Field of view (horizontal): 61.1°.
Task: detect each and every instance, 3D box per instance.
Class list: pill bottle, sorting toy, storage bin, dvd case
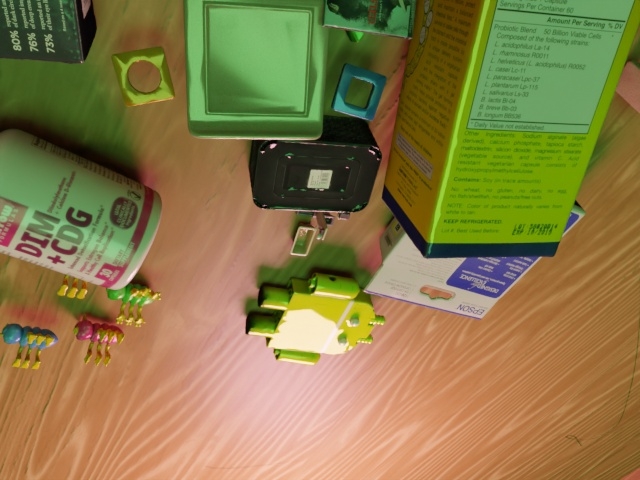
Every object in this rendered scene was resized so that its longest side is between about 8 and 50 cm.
[{"bbox_3d":[-0.379,-0.050,0.734,0.283,0.160,0.160,25,121,-30],"label":"pill bottle"},{"bbox_3d":[-0.084,-0.232,0.703,0.348,0.047,0.195,-2,111,-14],"label":"sorting toy"},{"bbox_3d":[-0.012,-0.116,0.816,0.180,0.084,0.122,2,130,-14],"label":"storage bin"},{"bbox_3d":[0.064,-0.306,0.682,0.120,0.013,0.087,3,99,-17],"label":"dvd case"}]

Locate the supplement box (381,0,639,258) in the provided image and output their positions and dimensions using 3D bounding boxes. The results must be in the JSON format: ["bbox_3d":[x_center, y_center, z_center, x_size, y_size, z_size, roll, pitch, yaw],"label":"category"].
[{"bbox_3d":[0.222,-0.175,0.698,0.194,0.195,0.356,0,119,-13],"label":"supplement box"}]

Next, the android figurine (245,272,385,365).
[{"bbox_3d":[-0.004,0.160,1.086,0.273,0.056,0.248,13,127,-21],"label":"android figurine"}]

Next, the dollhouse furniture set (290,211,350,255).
[{"bbox_3d":[0.000,0.000,0.923,0.091,0.081,0.114,7,129,-19],"label":"dollhouse furniture set"}]

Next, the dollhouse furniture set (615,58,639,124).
[{"bbox_3d":[0.613,-0.309,0.804,0.302,0.151,0.197,-28,155,-11],"label":"dollhouse furniture set"}]

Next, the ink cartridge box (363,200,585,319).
[{"bbox_3d":[0.272,0.002,1.002,0.304,0.072,0.307,16,127,-27],"label":"ink cartridge box"}]

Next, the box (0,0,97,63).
[{"bbox_3d":[-0.357,-0.284,0.567,0.207,0.108,0.153,1,131,-14],"label":"box"}]

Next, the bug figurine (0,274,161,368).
[{"bbox_3d":[-0.415,0.117,0.938,0.216,0.072,0.279,24,118,-37],"label":"bug figurine"}]
